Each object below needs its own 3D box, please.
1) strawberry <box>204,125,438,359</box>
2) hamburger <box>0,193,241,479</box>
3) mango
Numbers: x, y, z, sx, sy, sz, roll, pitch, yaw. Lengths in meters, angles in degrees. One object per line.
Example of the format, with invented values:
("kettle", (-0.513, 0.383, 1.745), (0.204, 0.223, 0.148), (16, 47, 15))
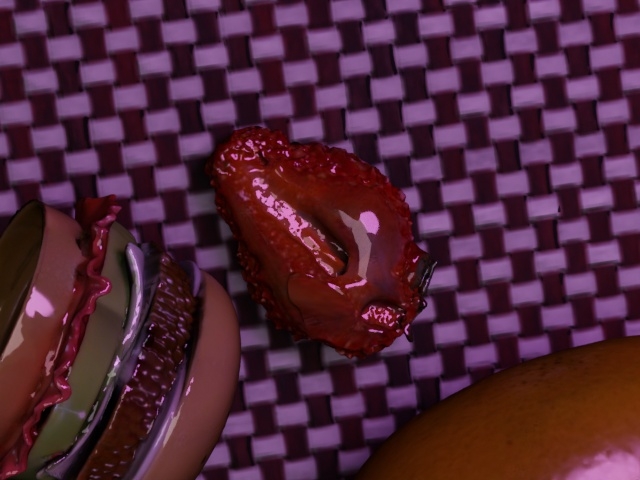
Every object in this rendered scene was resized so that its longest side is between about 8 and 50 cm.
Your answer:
("strawberry", (0.000, 0.001, 1.043), (0.152, 0.048, 0.104), (40, 86, -11))
("hamburger", (-0.114, 0.069, 0.983), (0.137, 0.175, 0.175), (26, 91, -20))
("mango", (0.148, 0.161, 1.013), (0.317, 0.173, 0.211), (-20, 97, -11))
